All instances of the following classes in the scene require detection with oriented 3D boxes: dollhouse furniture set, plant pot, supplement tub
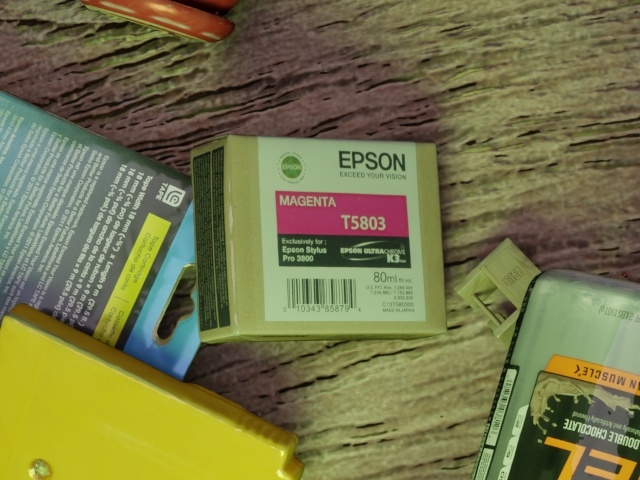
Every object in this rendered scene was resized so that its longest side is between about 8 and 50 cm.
[{"bbox_3d":[0.250,0.083,1.868,0.129,0.129,0.184,-43,47,3],"label":"dollhouse furniture set"},{"bbox_3d":[-0.145,-0.296,1.950,0.191,0.191,0.174,16,93,14],"label":"plant pot"},{"bbox_3d":[0.231,0.209,1.641,0.207,0.207,0.338,15,84,13],"label":"supplement tub"}]

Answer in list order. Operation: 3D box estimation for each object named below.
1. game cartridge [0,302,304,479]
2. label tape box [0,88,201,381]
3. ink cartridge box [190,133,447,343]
[{"bbox_3d":[-0.196,0.248,1.899,0.323,0.053,0.285,25,115,9],"label":"game cartridge"},{"bbox_3d":[-0.245,0.015,1.971,0.333,0.106,0.241,25,89,11],"label":"label tape box"},{"bbox_3d":[0.000,0.000,1.868,0.234,0.088,0.193,0,83,-28],"label":"ink cartridge box"}]
